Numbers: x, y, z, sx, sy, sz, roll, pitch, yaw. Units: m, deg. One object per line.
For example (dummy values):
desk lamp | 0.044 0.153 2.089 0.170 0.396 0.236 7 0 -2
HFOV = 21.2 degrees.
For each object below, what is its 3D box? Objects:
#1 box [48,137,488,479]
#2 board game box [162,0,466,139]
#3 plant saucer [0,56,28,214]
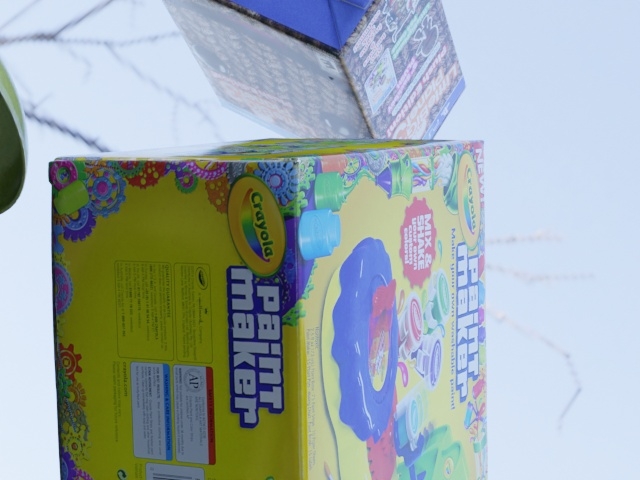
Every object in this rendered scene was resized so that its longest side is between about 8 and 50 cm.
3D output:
box | -0.022 0.082 1.117 0.177 0.279 0.290 2 -83 27
board game box | -0.008 -0.208 1.674 0.232 0.141 0.291 27 -15 23
plant saucer | -0.298 -0.118 1.221 0.241 0.037 0.241 24 -37 20
